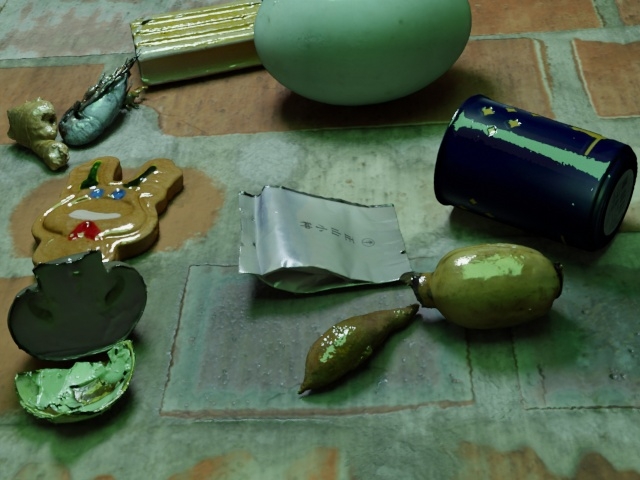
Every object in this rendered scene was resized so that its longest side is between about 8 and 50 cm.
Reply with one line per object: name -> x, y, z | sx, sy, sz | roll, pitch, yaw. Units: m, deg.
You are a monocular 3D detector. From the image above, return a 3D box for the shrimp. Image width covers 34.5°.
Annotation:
shrimp -> -0.392, -0.263, 1.885 | 0.079, 0.090, 0.233 | 26, 67, 17

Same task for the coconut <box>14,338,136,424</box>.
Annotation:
coconut -> -0.315, 0.193, 1.336 | 0.158, 0.055, 0.133 | -8, 40, -1

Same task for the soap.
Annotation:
soap -> -0.231, -0.395, 2.040 | 0.274, 0.089, 0.173 | -12, 38, -8

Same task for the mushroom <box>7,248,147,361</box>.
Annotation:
mushroom -> -0.340, 0.090, 1.414 | 0.188, 0.141, 0.117 | -17, 4, -25

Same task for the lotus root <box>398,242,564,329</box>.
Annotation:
lotus root -> 0.216, 0.061, 1.387 | 0.221, 0.125, 0.118 | -6, 80, 7

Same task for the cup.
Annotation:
cup -> 0.344, -0.120, 1.551 | 0.256, 0.178, 0.255 | 22, 47, 27

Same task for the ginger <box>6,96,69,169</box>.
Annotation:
ginger -> -0.489, -0.194, 1.822 | 0.165, 0.096, 0.067 | 34, 10, 28

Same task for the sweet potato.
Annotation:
sweet potato -> 0.052, 0.126, 1.367 | 0.226, 0.068, 0.068 | -32, 45, -30

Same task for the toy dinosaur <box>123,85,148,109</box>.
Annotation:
toy dinosaur -> -0.373, -0.260, 1.941 | 0.113, 0.026, 0.041 | -31, 48, -8

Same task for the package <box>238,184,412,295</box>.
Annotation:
package -> 0.000, 0.000, 1.546 | 0.251, 0.062, 0.204 | 4, 37, -8

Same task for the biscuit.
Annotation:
biscuit -> -0.348, -0.038, 1.640 | 0.202, 0.047, 0.333 | 5, 40, 13

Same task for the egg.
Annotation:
egg -> 0.075, -0.379, 1.828 | 0.389, 0.276, 0.276 | -7, 38, -5
